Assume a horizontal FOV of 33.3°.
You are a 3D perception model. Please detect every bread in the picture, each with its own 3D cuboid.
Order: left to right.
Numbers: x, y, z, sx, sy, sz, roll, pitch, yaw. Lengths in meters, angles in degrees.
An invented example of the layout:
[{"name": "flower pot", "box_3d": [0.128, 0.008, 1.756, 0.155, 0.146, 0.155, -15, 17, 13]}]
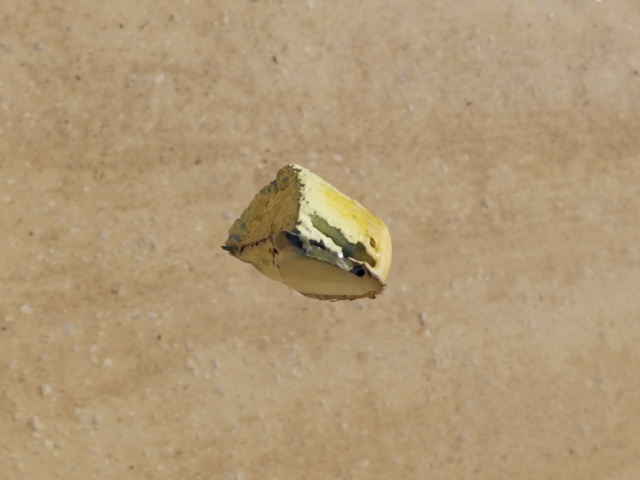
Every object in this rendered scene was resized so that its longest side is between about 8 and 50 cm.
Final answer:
[{"name": "bread", "box_3d": [0.000, 0.000, 1.521, 0.204, 0.262, 0.162, 34, 74, -23]}]
